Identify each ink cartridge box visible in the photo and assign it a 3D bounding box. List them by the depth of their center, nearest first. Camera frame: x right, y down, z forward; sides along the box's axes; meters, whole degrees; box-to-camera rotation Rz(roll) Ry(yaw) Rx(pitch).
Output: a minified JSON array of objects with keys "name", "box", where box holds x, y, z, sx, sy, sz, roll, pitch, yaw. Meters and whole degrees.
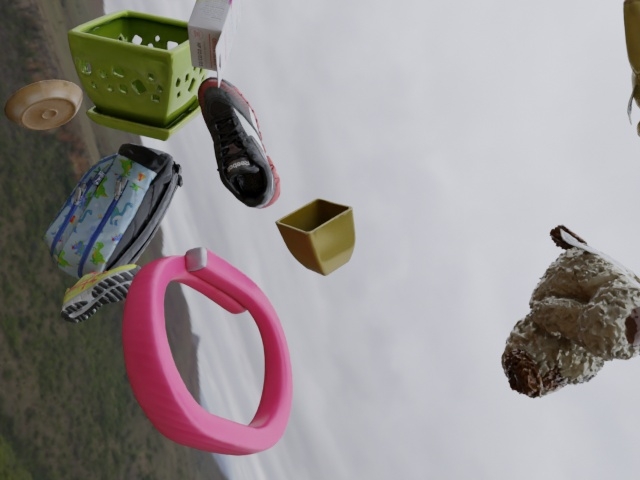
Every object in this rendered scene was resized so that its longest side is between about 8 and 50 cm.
[{"name":"ink cartridge box","box":[-0.185,-0.370,1.047,0.104,0.062,0.181,104,-4,-64]}]

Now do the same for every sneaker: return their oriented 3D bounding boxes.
[{"name":"sneaker","box":[-0.158,-0.180,1.150,0.135,0.098,0.276,-83,152,-74]},{"name":"sneaker","box":[-0.506,0.100,1.384,0.081,0.208,0.094,61,3,-46]}]

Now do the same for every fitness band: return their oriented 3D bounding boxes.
[{"name":"fitness band","box":[-0.111,0.130,0.683,0.291,0.054,0.209,45,33,-55]}]

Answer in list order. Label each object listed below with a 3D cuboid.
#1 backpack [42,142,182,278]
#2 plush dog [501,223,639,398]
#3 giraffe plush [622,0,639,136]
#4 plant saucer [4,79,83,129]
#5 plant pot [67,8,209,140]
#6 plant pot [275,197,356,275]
[{"name":"backpack","box":[-0.525,-0.058,1.532,0.290,0.273,0.355,157,-52,-77]},{"name":"plush dog","box":[0.341,0.122,0.841,0.210,0.262,0.225,47,-68,36]},{"name":"giraffe plush","box":[0.456,-0.225,0.701,0.170,0.210,0.181,-3,-30,34]},{"name":"plant saucer","box":[-0.300,-0.144,0.661,0.015,0.083,0.083,62,-17,13]},{"name":"plant pot","box":[-0.367,-0.347,1.280,0.228,0.227,0.207,-64,165,-54]},{"name":"plant pot","box":[0.000,0.000,0.839,0.081,0.081,0.083,20,-46,50]}]
